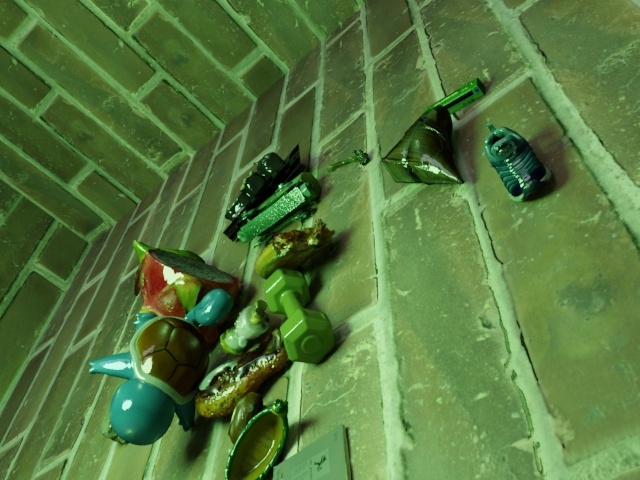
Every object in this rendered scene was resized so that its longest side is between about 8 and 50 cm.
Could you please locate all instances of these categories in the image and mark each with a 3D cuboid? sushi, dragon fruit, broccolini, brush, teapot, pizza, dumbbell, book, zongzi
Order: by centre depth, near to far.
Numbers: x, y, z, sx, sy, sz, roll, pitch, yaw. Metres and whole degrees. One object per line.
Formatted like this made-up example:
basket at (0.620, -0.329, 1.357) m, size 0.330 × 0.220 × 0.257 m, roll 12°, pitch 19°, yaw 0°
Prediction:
book at (-0.020, 0.423, 1.124) m, size 0.182 × 0.014 × 0.127 m, roll -38°, pitch 27°, yaw 20°
teapot at (-0.147, 0.388, 1.317) m, size 0.098 × 0.078 × 0.129 m, roll 92°, pitch -167°, yaw -63°
dumbbell at (-0.055, 0.167, 1.436) m, size 0.302 × 0.122 × 0.108 m, roll -127°, pitch 51°, yaw -64°
zongzi at (0.289, -0.227, 1.467) m, size 0.242 × 0.112 × 0.221 m, roll 13°, pitch 63°, yaw 53°
pizza at (-0.067, 0.018, 1.604) m, size 0.229 × 0.081 × 0.289 m, roll -26°, pitch -12°, yaw -6°
brush at (0.000, 0.000, 1.703) m, size 0.083 × 0.011 × 0.205 m, roll -48°, pitch 26°, yaw 0°
dragon fruit at (-0.389, 0.173, 1.763) m, size 0.305 × 0.306 × 0.225 m, roll 33°, pitch 104°, yaw 65°
broccolini at (0.089, -0.237, 1.887) m, size 0.052 × 0.054 × 0.194 m, roll -27°, pitch 6°, yaw -31°
sushi at (-0.223, -0.179, 2.058) m, size 0.373 × 0.100 × 0.296 m, roll -50°, pitch -3°, yaw -5°

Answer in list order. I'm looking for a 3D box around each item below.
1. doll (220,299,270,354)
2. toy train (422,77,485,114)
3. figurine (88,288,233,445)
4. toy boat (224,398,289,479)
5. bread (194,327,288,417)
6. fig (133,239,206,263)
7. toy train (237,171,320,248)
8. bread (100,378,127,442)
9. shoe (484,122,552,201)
doll at (-0.192, 0.226, 1.570) m, size 0.207 × 0.081 × 0.129 m, roll -47°, pitch 19°, yaw 37°
toy train at (0.335, -0.360, 1.653) m, size 0.209 × 0.042 × 0.044 m, roll -27°, pitch 32°, yaw 37°
figurine at (-0.363, 0.302, 1.516) m, size 0.243 × 0.298 × 0.416 m, roll -14°, pitch 37°, yaw 49°
toy boat at (-0.126, 0.410, 1.208) m, size 0.229 × 0.089 × 0.088 m, roll -59°, pitch -10°, yaw -10°
bread at (-0.178, 0.320, 1.448) m, size 0.269 × 0.095 × 0.139 m, roll -34°, pitch 27°, yaw -3°
fig at (-0.515, 0.094, 2.068) m, size 0.206 × 0.275 × 0.206 m, roll -35°, pitch 29°, yaw 22°
toy train at (-0.122, -0.089, 1.933) m, size 0.307 × 0.126 × 0.189 m, roll -35°, pitch -2°, yaw 28°
bread at (-0.524, 0.422, 1.827) m, size 0.337 × 0.102 × 0.183 m, roll -57°, pitch 23°, yaw -14°
shoe at (0.377, -0.157, 1.226) m, size 0.091 × 0.106 × 0.207 m, roll -39°, pitch 32°, yaw 21°
